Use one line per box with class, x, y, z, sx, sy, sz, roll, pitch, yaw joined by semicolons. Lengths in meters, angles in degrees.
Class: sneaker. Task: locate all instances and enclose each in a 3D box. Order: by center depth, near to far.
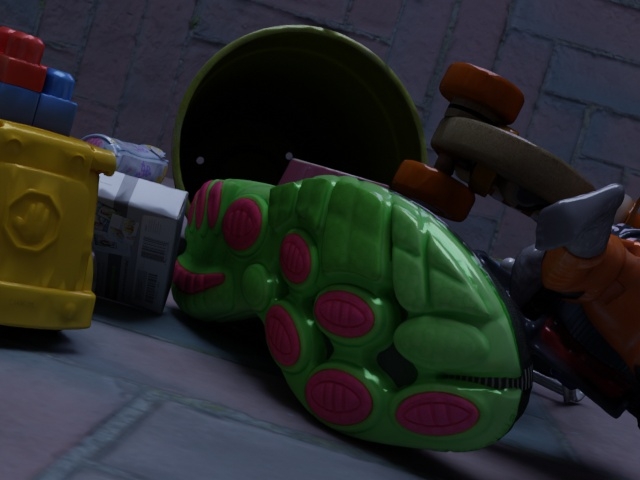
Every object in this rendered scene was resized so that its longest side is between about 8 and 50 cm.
sneaker;0.034;0.038;0.864;0.202;0.185;0.483;11;8;-28

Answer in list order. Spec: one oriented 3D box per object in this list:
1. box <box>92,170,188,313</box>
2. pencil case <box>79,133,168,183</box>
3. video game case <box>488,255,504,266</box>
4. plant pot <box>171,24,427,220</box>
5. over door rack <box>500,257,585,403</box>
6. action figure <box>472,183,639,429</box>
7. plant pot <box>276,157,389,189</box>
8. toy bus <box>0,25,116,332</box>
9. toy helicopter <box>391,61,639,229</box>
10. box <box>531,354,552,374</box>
box;-0.220;-0.011;0.913;0.186;0.145;0.038;15;49;-3
pencil case;-0.453;-0.176;2.316;0.124;0.114;0.273;-5;-2;18
video game case;0.386;0.064;2.056;0.206;0.026;0.227;15;6;-9
plant pot;-0.075;-0.104;1.555;0.366;0.367;0.353;15;-8;-16
over door rack;0.176;0.048;1.098;0.239;0.108;0.324;24;-14;31
action figure;0.273;0.075;0.739;0.341;0.178;0.330;39;8;7
plant pot;0.000;0.000;1.266;0.201;0.180;0.201;16;5;-1
toy bus;-0.252;-0.053;0.758;0.149;0.211;0.220;11;5;-39
toy helicopter;0.251;-0.036;1.052;0.235;0.140;0.355;25;-3;36
box;0.289;0.127;1.406;0.147;0.078;0.180;17;4;3
